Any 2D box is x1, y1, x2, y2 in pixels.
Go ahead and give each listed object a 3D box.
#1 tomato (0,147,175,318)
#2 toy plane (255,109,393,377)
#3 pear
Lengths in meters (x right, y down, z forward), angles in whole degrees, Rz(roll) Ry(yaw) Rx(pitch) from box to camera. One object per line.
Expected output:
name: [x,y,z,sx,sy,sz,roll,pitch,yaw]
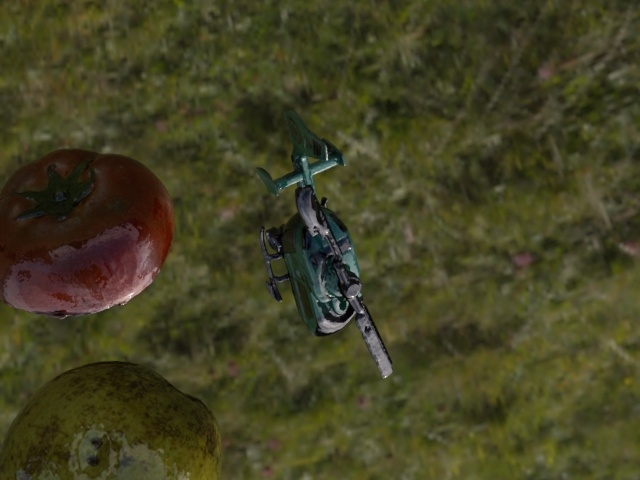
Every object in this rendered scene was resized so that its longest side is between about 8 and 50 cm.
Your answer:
tomato: [-0.271,-0.022,1.585,0.225,0.225,0.085,-12,141,-2]
toy plane: [0.000,0.000,1.759,0.106,0.155,0.381,-25,128,-18]
pear: [-0.178,0.199,1.298,0.197,0.197,0.197,-8,142,-6]
